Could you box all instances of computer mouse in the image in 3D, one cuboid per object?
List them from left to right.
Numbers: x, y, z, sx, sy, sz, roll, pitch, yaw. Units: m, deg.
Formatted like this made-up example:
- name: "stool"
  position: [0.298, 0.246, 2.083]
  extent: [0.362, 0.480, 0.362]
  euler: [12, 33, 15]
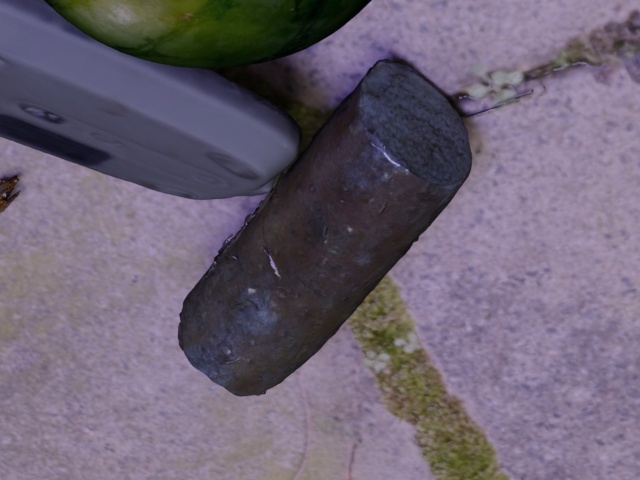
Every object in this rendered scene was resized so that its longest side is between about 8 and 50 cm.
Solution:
- name: "computer mouse"
  position: [-0.165, -0.116, 0.965]
  extent: [0.331, 0.095, 0.197]
  euler: [22, 167, -28]

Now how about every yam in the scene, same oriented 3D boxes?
- name: "yam"
  position: [0.000, 0.000, 1.056]
  extent: [0.106, 0.106, 0.259]
  euler: [32, 130, -12]

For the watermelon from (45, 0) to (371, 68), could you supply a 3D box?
- name: "watermelon"
  position: [-0.061, -0.208, 0.812]
  extent: [0.242, 0.242, 0.242]
  euler: [7, 130, 9]

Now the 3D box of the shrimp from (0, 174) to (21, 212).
- name: "shrimp"
  position: [-0.274, -0.037, 1.149]
  extent: [0.114, 0.023, 0.083]
  euler: [-25, 116, 34]
